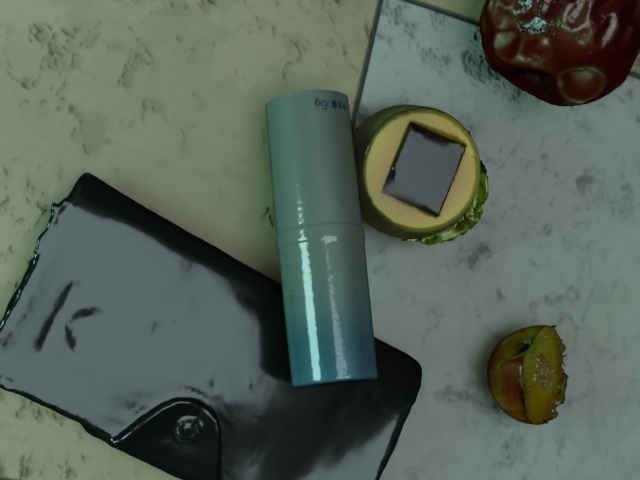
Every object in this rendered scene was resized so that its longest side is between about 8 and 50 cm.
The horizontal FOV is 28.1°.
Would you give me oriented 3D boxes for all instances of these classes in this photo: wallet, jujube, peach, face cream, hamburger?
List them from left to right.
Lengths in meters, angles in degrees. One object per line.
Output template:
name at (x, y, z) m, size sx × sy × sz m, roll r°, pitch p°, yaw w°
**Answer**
wallet at (-0.098, 0.110, 1.115) m, size 0.377 × 0.051 × 0.197 m, roll 31°, pitch 79°, yaw -19°
face cream at (0.000, 0.000, 1.105) m, size 0.077 × 0.077 × 0.250 m, roll -1°, pitch 79°, yaw -22°
hamburger at (0.090, -0.060, 1.167) m, size 0.141 × 0.081 × 0.126 m, roll 6°, pitch 88°, yaw -10°
peach at (0.196, 0.128, 1.228) m, size 0.098 × 0.061 × 0.098 m, roll -10°, pitch 103°, yaw -52°
jujube at (0.248, -0.235, 1.189) m, size 0.155 × 0.155 × 0.230 m, roll 38°, pitch 70°, yaw -19°
